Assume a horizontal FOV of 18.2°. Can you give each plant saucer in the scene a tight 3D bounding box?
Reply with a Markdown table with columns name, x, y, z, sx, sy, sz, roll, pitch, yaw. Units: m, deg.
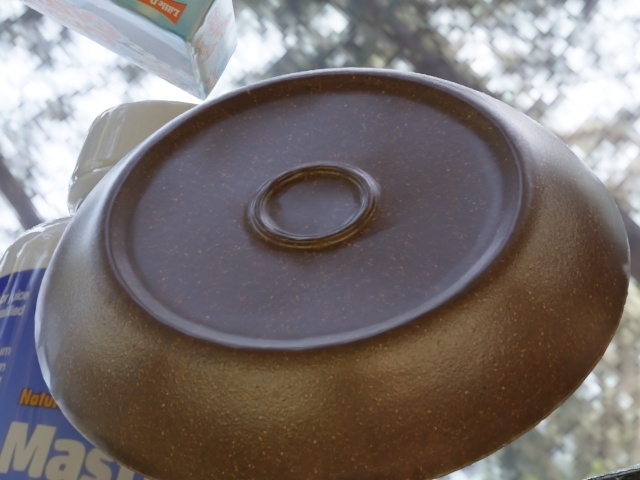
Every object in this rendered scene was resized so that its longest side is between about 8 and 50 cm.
| name | x | y | z | sx | sy | sz | roll | pitch | yaw |
| --- | --- | --- | --- | --- | --- | --- | --- | --- | --- |
| plant saucer | 0.000 | 0.000 | 0.650 | 0.198 | 0.198 | 0.036 | -27 | -47 | -16 |

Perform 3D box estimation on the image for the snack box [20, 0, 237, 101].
| name | x | y | z | sx | sy | sz | roll | pitch | yaw |
| --- | --- | --- | --- | --- | --- | --- | --- | --- | --- |
| snack box | -0.209 | -0.211 | 1.359 | 0.060 | 0.322 | 0.187 | -61 | -4 | -7 |

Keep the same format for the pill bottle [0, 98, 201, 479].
| name | x | y | z | sx | sy | sz | roll | pitch | yaw |
| --- | --- | --- | --- | --- | --- | --- | --- | --- | --- |
| pill bottle | -0.081 | 0.083 | 0.838 | 0.152 | 0.152 | 0.272 | 42 | -126 | -47 |

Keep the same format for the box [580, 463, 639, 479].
| name | x | y | z | sx | sy | sz | roll | pitch | yaw |
| --- | --- | --- | --- | --- | --- | --- | --- | --- | --- |
| box | 0.354 | 0.157 | 1.061 | 0.296 | 0.182 | 0.294 | -7 | -12 | -42 |
